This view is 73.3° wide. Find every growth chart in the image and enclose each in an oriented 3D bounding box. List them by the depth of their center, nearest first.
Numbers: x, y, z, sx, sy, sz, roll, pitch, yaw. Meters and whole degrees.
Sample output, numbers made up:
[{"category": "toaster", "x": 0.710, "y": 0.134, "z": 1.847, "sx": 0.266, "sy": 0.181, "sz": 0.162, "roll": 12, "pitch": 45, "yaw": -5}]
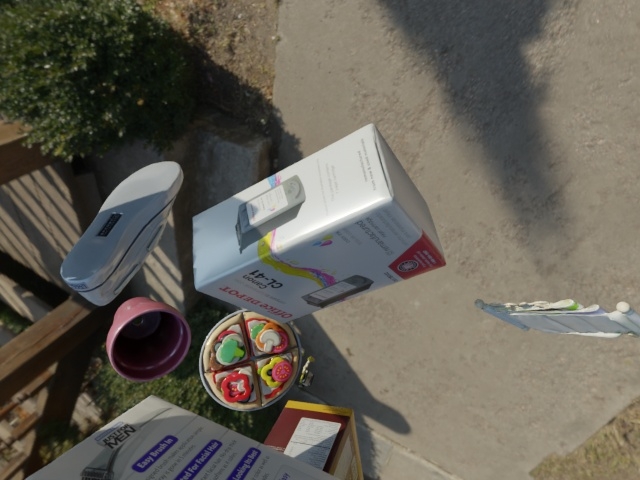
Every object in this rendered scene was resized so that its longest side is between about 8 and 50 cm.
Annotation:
[{"category": "growth chart", "x": 0.390, "y": 0.125, "z": 0.693, "sx": 0.171, "sy": 0.021, "sz": 0.237, "roll": 30, "pitch": 156, "yaw": -34}]

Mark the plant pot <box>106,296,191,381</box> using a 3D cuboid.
[{"category": "plant pot", "x": -0.472, "y": 0.243, "z": 1.158, "sx": 0.180, "sy": 0.201, "sz": 0.202, "roll": 26, "pitch": 140, "yaw": 53}]

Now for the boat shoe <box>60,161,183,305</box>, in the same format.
[{"category": "boat shoe", "x": -0.294, "y": -0.018, "z": 0.675, "sx": 0.095, "sy": 0.258, "sz": 0.084, "roll": 14, "pitch": 144, "yaw": 19}]

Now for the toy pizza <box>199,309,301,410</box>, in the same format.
[{"category": "toy pizza", "x": -0.130, "y": 0.233, "z": 0.834, "sx": 0.201, "sy": 0.201, "sz": 0.032, "roll": 54, "pitch": 166, "yaw": -13}]

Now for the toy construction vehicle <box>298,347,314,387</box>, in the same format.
[{"category": "toy construction vehicle", "x": -0.057, "y": 0.318, "z": 1.063, "sx": 0.086, "sy": 0.098, "sz": 0.035, "roll": 39, "pitch": 137, "yaw": -23}]

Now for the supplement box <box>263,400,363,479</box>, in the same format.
[{"category": "supplement box", "x": -0.020, "y": 0.420, "z": 0.728, "sx": 0.129, "sy": 0.194, "sz": 0.192, "roll": -1, "pitch": 110, "yaw": 22}]

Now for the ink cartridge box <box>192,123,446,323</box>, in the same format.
[{"category": "ink cartridge box", "x": 0.000, "y": 0.000, "z": 0.642, "sx": 0.306, "sy": 0.131, "sz": 0.226, "roll": -25, "pitch": 146, "yaw": 22}]

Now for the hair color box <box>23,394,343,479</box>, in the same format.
[{"category": "hair color box", "x": -0.087, "y": 0.291, "z": 0.416, "sx": 0.338, "sy": 0.185, "sz": 0.110, "roll": 20, "pitch": 97, "yaw": 11}]
